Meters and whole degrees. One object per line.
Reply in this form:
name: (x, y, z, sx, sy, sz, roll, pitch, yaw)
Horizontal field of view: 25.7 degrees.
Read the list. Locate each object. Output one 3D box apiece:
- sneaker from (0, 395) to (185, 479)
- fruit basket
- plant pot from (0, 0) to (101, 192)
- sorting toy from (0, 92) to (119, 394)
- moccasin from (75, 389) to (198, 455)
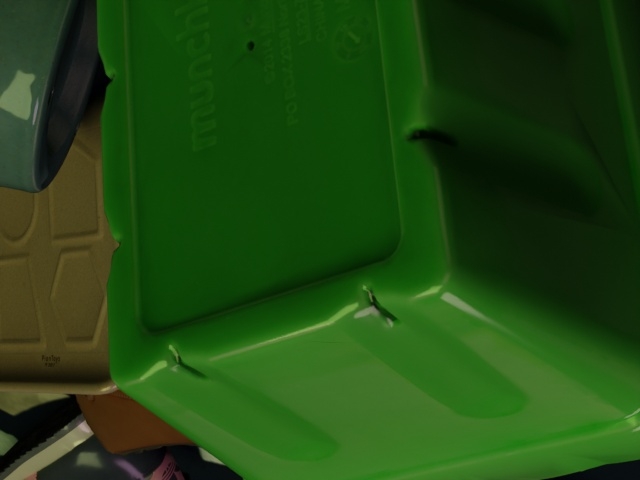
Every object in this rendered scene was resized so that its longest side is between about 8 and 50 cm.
sneaker: (-0.246, 0.245, 1.308, 0.131, 0.112, 0.319, 45, 137, -8)
fruit basket: (0.083, -0.053, 0.713, 0.283, 0.392, 0.392, -18, 117, 30)
plant pot: (-0.269, -0.148, 0.873, 0.255, 0.272, 0.272, 17, 136, -2)
sorting toy: (-0.188, 0.005, 1.010, 0.193, 0.038, 0.208, -6, 82, 48)
moccasin: (-0.087, 0.064, 1.031, 0.147, 0.139, 0.380, 52, 151, -12)
